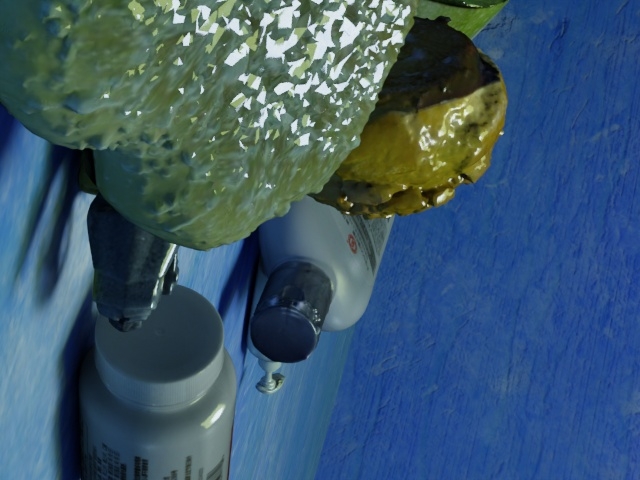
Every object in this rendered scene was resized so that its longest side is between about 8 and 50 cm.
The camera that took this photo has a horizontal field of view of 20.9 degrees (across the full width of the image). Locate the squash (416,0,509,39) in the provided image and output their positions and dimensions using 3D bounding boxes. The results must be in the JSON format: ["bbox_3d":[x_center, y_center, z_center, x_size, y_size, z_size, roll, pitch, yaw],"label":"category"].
[{"bbox_3d":[0.065,-0.207,1.378,0.170,0.170,0.123,-72,-173,-46],"label":"squash"}]

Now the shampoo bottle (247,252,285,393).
[{"bbox_3d":[-0.040,0.074,1.517,0.077,0.045,0.152,-70,173,-56],"label":"shampoo bottle"}]

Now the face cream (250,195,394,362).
[{"bbox_3d":[0.000,0.000,1.420,0.144,0.071,0.291,61,23,-24],"label":"face cream"}]

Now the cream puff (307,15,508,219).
[{"bbox_3d":[0.047,-0.086,1.269,0.189,0.189,0.129,-70,163,-52],"label":"cream puff"}]

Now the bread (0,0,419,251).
[{"bbox_3d":[-0.023,-0.127,0.564,0.207,0.056,0.287,4,112,-51],"label":"bread"}]

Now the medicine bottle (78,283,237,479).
[{"bbox_3d":[-0.082,0.088,0.872,0.140,0.079,0.079,97,8,-49],"label":"medicine bottle"}]

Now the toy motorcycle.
[{"bbox_3d":[-0.069,-0.058,0.732,0.124,0.061,0.193,109,-10,-77],"label":"toy motorcycle"}]
